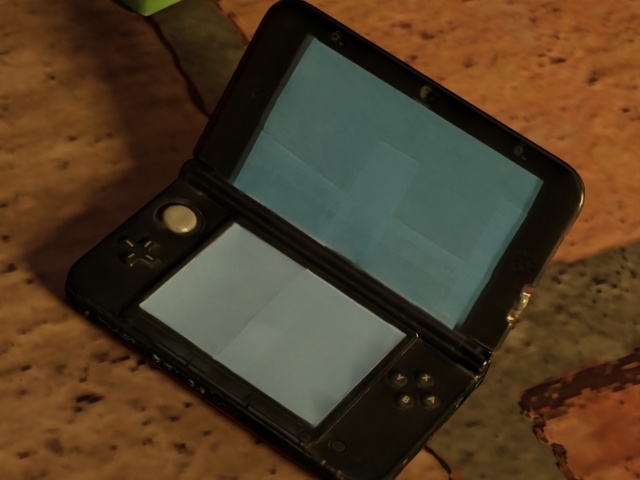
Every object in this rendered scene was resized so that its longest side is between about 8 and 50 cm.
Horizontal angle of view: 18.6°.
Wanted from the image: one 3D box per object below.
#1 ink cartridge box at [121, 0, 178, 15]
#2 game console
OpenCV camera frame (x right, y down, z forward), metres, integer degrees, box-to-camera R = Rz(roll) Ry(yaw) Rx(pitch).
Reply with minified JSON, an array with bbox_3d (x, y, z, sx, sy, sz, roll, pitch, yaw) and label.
[{"bbox_3d":[-0.033,-0.227,0.822,0.092,0.219,0.160,40,50,22],"label":"ink cartridge box"},{"bbox_3d":[0.000,0.000,0.710,0.144,0.085,0.124,33,47,16],"label":"game console"}]
